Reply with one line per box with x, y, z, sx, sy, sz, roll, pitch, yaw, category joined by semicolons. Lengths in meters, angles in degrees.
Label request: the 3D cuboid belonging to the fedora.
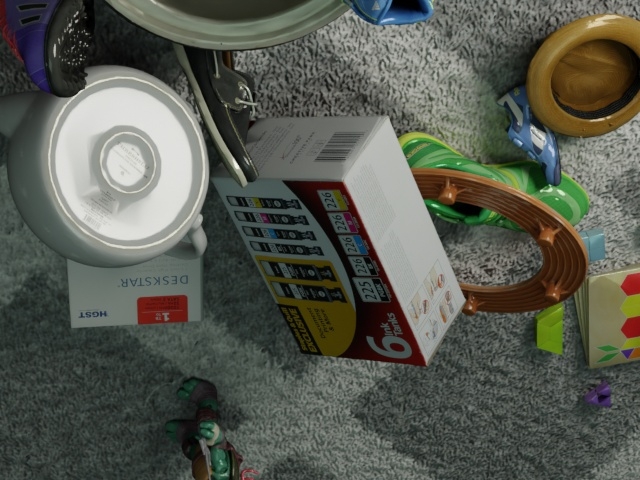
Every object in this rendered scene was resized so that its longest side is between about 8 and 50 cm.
0.344;-0.224;2.049;0.194;0.079;0.194;-10;128;-12;fedora

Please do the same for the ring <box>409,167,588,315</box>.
0.183;0.013;2.092;0.336;0.032;0.336;13;151;7;ring

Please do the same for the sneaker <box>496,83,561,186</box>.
0.279;-0.136;2.095;0.059;0.053;0.144;-20;95;10;sneaker

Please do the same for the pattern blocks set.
0.450;0.109;2.322;0.285;0.026;0.325;-3;124;-9;pattern blocks set

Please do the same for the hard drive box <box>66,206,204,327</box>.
-0.243;-0.008;2.075;0.181;0.089;0.232;-4;124;-8;hard drive box

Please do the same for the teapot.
-0.264;-0.080;1.881;0.252;0.187;0.256;-14;93;-33;teapot

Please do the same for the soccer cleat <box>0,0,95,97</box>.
-0.316;-0.237;1.771;0.116;0.318;0.109;-1;116;-4;soccer cleat

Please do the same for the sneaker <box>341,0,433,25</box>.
0.029;-0.304;1.728;0.240;0.126;0.091;17;118;-21;sneaker

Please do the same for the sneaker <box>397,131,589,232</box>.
0.222;-0.054;2.112;0.295;0.123;0.109;12;119;-19;sneaker

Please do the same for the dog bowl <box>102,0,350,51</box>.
-0.100;-0.427;1.789;0.408;0.150;0.408;-5;125;-8;dog bowl

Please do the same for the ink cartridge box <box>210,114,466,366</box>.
0.000;0.000;2.021;0.271;0.130;0.309;2;133;36;ink cartridge box

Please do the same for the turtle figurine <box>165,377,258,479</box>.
-0.168;0.309;2.209;0.118;0.234;0.175;28;114;-25;turtle figurine

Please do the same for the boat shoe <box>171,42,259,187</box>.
-0.113;-0.171;1.914;0.079;0.233;0.084;-20;154;-1;boat shoe
